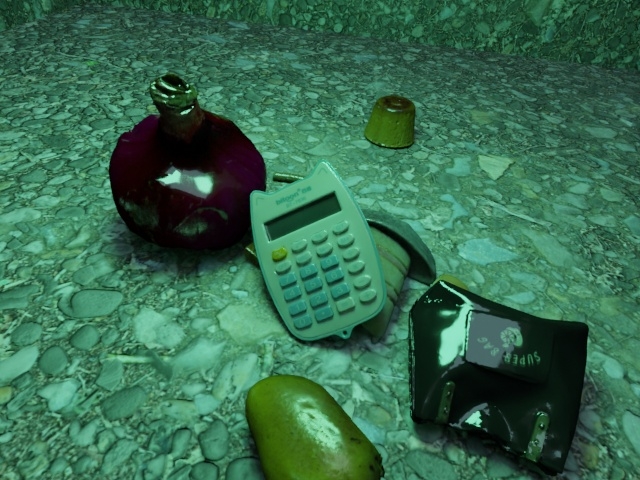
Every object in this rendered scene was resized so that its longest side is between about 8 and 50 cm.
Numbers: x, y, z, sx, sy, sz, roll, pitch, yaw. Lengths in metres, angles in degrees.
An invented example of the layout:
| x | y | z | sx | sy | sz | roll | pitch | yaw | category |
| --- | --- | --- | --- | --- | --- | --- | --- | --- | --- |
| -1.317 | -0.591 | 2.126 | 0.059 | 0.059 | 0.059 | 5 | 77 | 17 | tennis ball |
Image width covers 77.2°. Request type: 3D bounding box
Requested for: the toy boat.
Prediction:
| x | y | z | sx | sy | sz | roll | pitch | yaw | category |
| --- | --- | --- | --- | --- | --- | --- | --- | --- | --- |
| 0.132 | 0.044 | 0.946 | 0.276 | 0.111 | 0.294 | 48 | 47 | 10 | toy boat |

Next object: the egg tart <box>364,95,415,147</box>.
| x | y | z | sx | sy | sz | roll | pitch | yaw | category |
| --- | --- | --- | --- | --- | --- | --- | --- | --- | --- |
| 0.274 | -0.460 | 1.542 | 0.203 | 0.147 | 0.202 | 3 | 43 | -3 | egg tart |

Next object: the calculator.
| x | y | z | sx | sy | sz | roll | pitch | yaw | category |
| --- | --- | --- | --- | --- | --- | --- | --- | --- | --- |
| -0.009 | 0.029 | 0.877 | 0.256 | 0.054 | 0.385 | -23 | 70 | 10 | calculator |

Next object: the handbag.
| x | y | z | sx | sy | sz | roll | pitch | yaw | category |
| --- | --- | --- | --- | --- | --- | --- | --- | --- | --- |
| 0.322 | 0.245 | 0.757 | 0.343 | 0.152 | 0.287 | 16 | 54 | 12 | handbag |

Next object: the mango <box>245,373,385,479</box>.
| x | y | z | sx | sy | sz | roll | pitch | yaw | category |
| --- | --- | --- | --- | --- | --- | --- | --- | --- | --- |
| -0.020 | 0.317 | 0.635 | 0.167 | 0.129 | 0.262 | -25 | 44 | -24 | mango |

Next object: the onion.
| x | y | z | sx | sy | sz | roll | pitch | yaw | category |
| --- | --- | --- | --- | --- | --- | --- | --- | --- | --- |
| -0.308 | -0.205 | 0.970 | 0.399 | 0.420 | 0.398 | 10 | 46 | -11 | onion |

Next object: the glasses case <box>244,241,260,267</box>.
| x | y | z | sx | sy | sz | roll | pitch | yaw | category |
| --- | --- | --- | --- | --- | --- | --- | --- | --- | --- |
| -0.117 | 0.006 | 1.041 | 0.065 | 0.041 | 0.170 | 36 | 48 | 14 | glasses case |

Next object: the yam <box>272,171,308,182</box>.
| x | y | z | sx | sy | sz | roll | pitch | yaw | category |
| --- | --- | --- | --- | --- | --- | --- | --- | --- | --- |
| -0.082 | -0.198 | 1.286 | 0.146 | 0.032 | 0.032 | 11 | 41 | 3 | yam |

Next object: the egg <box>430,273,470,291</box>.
| x | y | z | sx | sy | sz | roll | pitch | yaw | category |
| --- | --- | --- | --- | --- | --- | --- | --- | --- | --- |
| 0.301 | 0.123 | 0.930 | 0.097 | 0.080 | 0.080 | 33 | 47 | 17 | egg |
